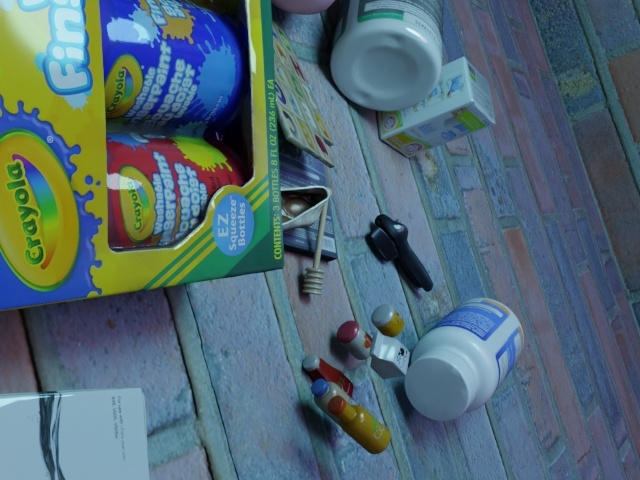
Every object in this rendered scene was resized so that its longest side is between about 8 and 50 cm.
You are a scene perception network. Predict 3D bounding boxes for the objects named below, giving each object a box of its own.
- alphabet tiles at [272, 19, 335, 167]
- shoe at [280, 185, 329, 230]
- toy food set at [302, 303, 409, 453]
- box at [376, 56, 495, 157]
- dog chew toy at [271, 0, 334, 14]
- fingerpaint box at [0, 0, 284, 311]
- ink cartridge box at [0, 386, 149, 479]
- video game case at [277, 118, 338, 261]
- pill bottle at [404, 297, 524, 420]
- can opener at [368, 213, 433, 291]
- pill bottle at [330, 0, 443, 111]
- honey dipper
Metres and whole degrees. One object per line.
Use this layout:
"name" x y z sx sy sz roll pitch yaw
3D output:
"alphabet tiles" -0.072 -0.274 1.059 0.342 0.011 0.285 68 16 16
"shoe" -0.079 -0.044 0.948 0.219 0.058 0.076 -11 78 -40
"toy food set" 0.046 0.175 1.001 0.104 0.111 0.232 47 42 -31
"box" 0.226 -0.259 1.409 0.114 0.203 0.103 25 54 -50
"dog chew toy" -0.078 -0.521 1.122 0.332 0.207 0.206 41 40 -14
"fingerpaint box" -0.209 -0.174 0.674 0.371 0.163 0.444 -5 93 -56
"ink cartridge box" -0.256 0.166 0.532 0.208 0.153 0.086 10 65 -52
"video game case" -0.054 -0.114 1.091 0.196 0.026 0.274 17 59 -51
"pill bottle" 0.250 0.208 1.244 0.272 0.152 0.152 -23 93 -56
"can opener" 0.150 0.025 1.298 0.186 0.073 0.059 50 -1 -33
"pill bottle" 0.137 -0.443 1.377 0.204 0.204 0.361 41 43 -37
"honey dipper" 0.000 0.000 1.051 0.030 0.031 0.160 15 83 -52
